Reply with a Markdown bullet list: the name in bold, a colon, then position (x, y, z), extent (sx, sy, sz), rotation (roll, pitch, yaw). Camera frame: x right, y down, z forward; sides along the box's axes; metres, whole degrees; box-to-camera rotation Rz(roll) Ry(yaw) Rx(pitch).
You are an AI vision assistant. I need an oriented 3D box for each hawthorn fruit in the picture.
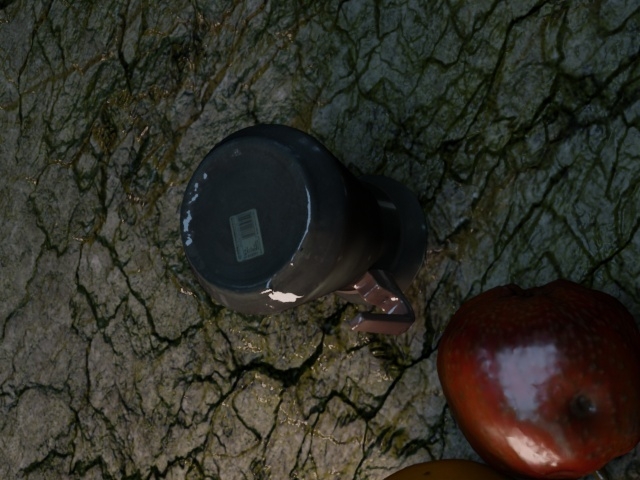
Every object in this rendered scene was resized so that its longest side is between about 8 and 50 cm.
- **hawthorn fruit**: position (0.294, 0.187, 1.798), extent (0.275, 0.275, 0.300), rotation (-32, 81, 24)

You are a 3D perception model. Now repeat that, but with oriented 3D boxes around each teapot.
- **teapot**: position (0.000, 0.000, 1.937), extent (0.253, 0.344, 0.300), rotation (-41, 66, 22)

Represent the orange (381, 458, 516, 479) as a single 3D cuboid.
- **orange**: position (0.164, 0.439, 1.821), extent (0.312, 0.312, 0.312), rotation (-4, 83, 30)
